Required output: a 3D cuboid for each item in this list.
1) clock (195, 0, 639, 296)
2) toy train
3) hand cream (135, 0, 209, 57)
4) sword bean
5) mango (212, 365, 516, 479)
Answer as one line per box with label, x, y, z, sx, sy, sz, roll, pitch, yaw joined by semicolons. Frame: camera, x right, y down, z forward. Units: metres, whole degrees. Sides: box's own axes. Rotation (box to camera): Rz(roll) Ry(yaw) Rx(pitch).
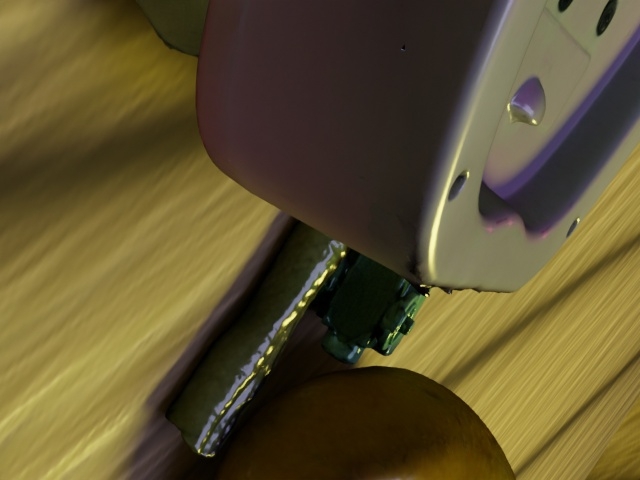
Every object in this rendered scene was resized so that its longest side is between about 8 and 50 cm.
clock;0.097;-0.135;0.536;0.338;0.102;0.338;-48;158;-26
toy train;0.054;-0.003;0.830;0.172;0.070;0.099;-59;170;2
hand cream;0.007;-0.131;0.563;0.078;0.050;0.205;-25;-171;45
sword bean;0.000;-0.001;0.752;0.269;0.038;0.043;-56;-176;-6
mango;0.018;0.207;0.905;0.253;0.182;0.365;-50;147;-15
